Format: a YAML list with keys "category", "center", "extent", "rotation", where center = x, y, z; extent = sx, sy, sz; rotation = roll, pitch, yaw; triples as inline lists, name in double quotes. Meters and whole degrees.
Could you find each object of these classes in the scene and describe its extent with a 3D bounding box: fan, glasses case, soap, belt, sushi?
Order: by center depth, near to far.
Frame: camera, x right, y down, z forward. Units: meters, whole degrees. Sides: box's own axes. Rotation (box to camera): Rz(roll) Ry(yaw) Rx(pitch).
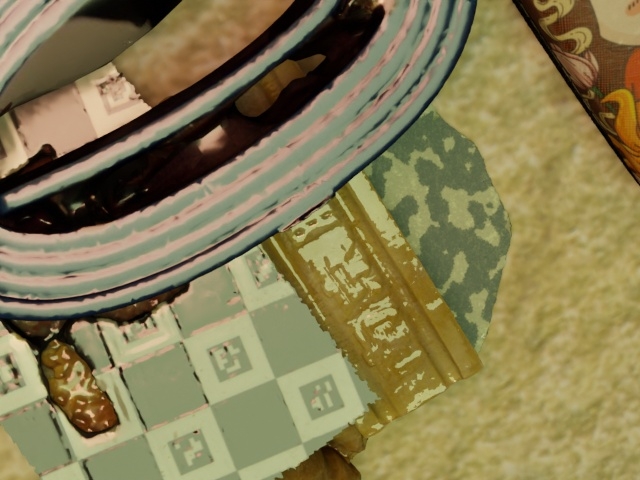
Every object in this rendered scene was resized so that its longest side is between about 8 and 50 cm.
- category: "belt"
  center: [-0.081, -0.098, 0.970]
  extent: [0.347, 0.117, 0.212]
  rotation: [-34, 99, -2]
- category: "sushi"
  center: [-0.125, 0.045, 1.055]
  extent: [0.192, 0.043, 0.279]
  rotation: [-38, 97, -2]
- category: "glasses case"
  center: [0.196, -0.146, 1.082]
  extent: [0.122, 0.082, 0.321]
  rotation: [-37, 117, 2]
- category: "soap"
  center: [0.000, 0.000, 1.087]
  extent: [0.092, 0.037, 0.252]
  rotation: [-33, 109, 0]
- category: "fan"
  center: [0.057, -0.007, 1.135]
  extent: [0.131, 0.009, 0.240]
  rotation: [-28, 116, -5]

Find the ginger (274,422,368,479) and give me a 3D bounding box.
- category: "ginger"
  center: [-0.048, 0.192, 1.127]
  extent: [0.157, 0.102, 0.216]
  rotation: [15, 90, -50]
